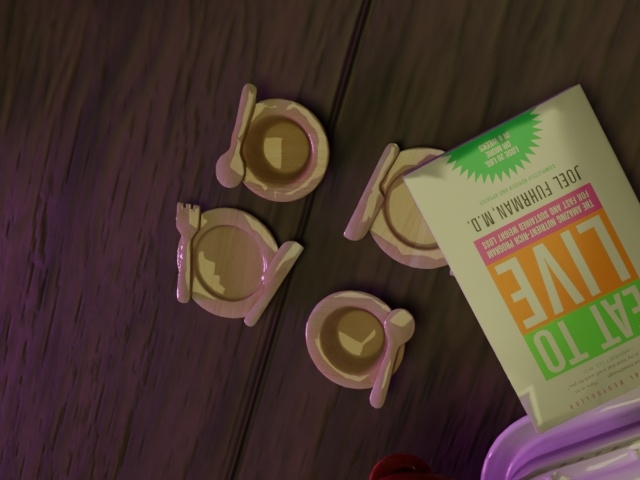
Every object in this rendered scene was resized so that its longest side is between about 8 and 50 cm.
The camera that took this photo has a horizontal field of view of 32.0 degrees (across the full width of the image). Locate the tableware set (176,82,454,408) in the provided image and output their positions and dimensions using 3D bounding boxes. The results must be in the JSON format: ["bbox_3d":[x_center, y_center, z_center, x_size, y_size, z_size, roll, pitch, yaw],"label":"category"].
[{"bbox_3d":[0.000,0.000,0.598,0.169,0.020,0.141,25,109,12],"label":"tableware set"}]

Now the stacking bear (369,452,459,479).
[{"bbox_3d":[0.111,0.210,0.466,0.289,0.164,0.175,36,78,21],"label":"stacking bear"}]

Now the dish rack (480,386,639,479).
[{"bbox_3d":[0.261,0.181,0.526,0.333,0.072,0.285,-24,95,23],"label":"dish rack"}]

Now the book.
[{"bbox_3d":[0.116,0.009,0.552,0.096,0.035,0.144,-28,93,11],"label":"book"}]
